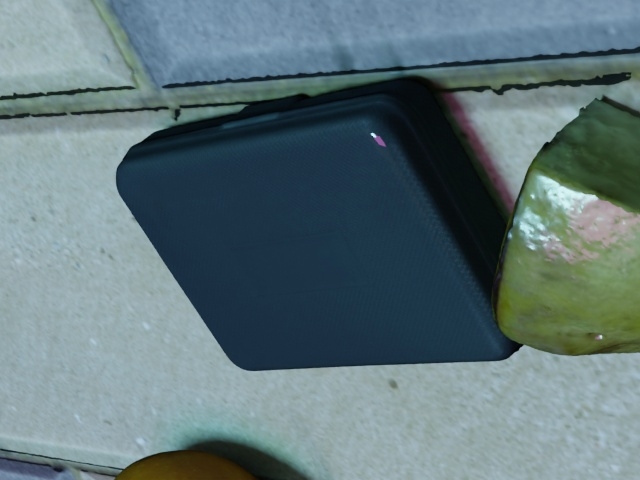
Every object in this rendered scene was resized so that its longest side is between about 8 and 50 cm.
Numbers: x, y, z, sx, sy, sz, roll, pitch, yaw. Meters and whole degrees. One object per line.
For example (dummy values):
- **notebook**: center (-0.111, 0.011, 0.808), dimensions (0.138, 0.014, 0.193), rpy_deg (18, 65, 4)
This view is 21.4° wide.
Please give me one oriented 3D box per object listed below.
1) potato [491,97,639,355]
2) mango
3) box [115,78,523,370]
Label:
- **potato**: center (0.149, 0.027, 0.777), dimensions (0.120, 0.081, 0.149), rpy_deg (28, 143, 23)
- **mango**: center (-0.098, 0.219, 1.198), dimensions (0.138, 0.113, 0.253), rpy_deg (39, 152, -2)
- **box**: center (0.000, 0.000, 0.919), dimensions (0.230, 0.050, 0.160), rpy_deg (-7, 122, 48)
